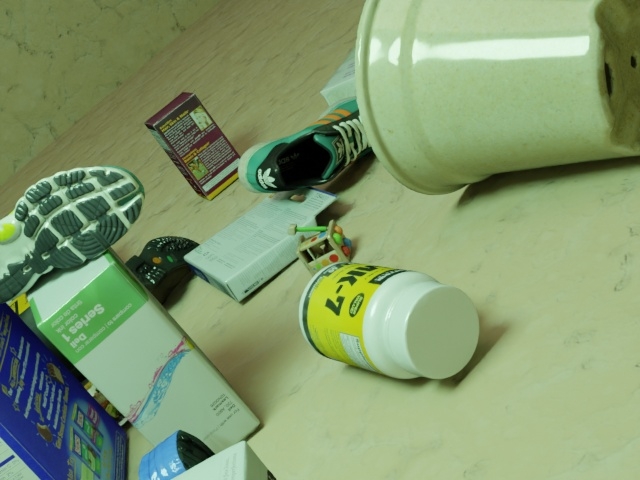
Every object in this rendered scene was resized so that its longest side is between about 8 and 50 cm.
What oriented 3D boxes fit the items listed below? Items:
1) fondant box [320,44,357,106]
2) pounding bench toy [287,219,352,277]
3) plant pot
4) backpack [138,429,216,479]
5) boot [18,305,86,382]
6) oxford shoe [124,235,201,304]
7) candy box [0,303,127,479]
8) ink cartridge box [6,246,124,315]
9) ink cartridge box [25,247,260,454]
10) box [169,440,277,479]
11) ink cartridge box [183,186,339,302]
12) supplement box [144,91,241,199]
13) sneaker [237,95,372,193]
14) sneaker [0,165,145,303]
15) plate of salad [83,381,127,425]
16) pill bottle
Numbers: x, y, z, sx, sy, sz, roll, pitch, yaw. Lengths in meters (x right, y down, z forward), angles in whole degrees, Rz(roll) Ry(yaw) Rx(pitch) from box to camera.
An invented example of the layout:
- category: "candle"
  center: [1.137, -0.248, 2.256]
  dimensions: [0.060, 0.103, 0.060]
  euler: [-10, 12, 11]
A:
- category: "fondant box"
  center: [0.173, -0.357, 2.060]
  dimensions: [0.238, 0.096, 0.330]
  euler: [-17, 29, 39]
- category: "pounding bench toy"
  center: [0.000, 0.000, 1.587]
  dimensions: [0.065, 0.083, 0.052]
  euler: [-28, 22, 20]
- category: "plant pot"
  center: [0.264, -0.217, 1.389]
  dimensions: [0.305, 0.334, 0.334]
  euler: [5, 44, 44]
- category: "backpack"
  center: [-0.144, 0.272, 1.184]
  dimensions: [0.101, 0.120, 0.098]
  euler: [-35, 22, 1]
- category: "boot"
  center: [-0.542, 0.220, 1.667]
  dimensions: [0.445, 0.146, 0.367]
  euler: [-28, -13, 13]
- category: "oxford shoe"
  center: [-0.270, 0.057, 1.868]
  dimensions: [0.227, 0.083, 0.096]
  euler: [-36, -30, -57]
- category: "candy box"
  center: [-0.376, 0.224, 1.358]
  dimensions: [0.122, 0.317, 0.268]
  euler: [-34, 21, 5]
- category: "ink cartridge box"
  center: [-0.478, 0.116, 1.990]
  dimensions: [0.272, 0.130, 0.309]
  euler: [-38, 22, -4]
- category: "ink cartridge box"
  center: [-0.222, 0.138, 1.368]
  dimensions: [0.117, 0.278, 0.201]
  euler: [-41, 22, -7]
- category: "box"
  center: [-0.115, 0.317, 1.051]
  dimensions: [0.182, 0.119, 0.181]
  euler: [-30, 22, 13]
- category: "ink cartridge box"
  center: [-0.089, -0.004, 1.777]
  dimensions: [0.224, 0.045, 0.223]
  euler: [-38, 22, -13]
- category: "supplement box"
  center: [-0.242, -0.184, 2.184]
  dimensions: [0.104, 0.188, 0.081]
  euler: [-40, 21, -12]
- category: "sneaker"
  center: [0.020, -0.150, 1.806]
  dimensions: [0.302, 0.108, 0.121]
  euler: [-29, 22, -23]
- category: "sneaker"
  center: [-0.314, -0.023, 1.326]
  dimensions: [0.275, 0.107, 0.110]
  euler: [-24, 16, 29]
- category: "plate of salad"
  center: [-0.315, 0.229, 1.625]
  dimensions: [0.200, 0.048, 0.200]
  euler: [-29, 22, 13]
- category: "pill bottle"
  center: [0.075, 0.089, 1.247]
  dimensions: [0.119, 0.119, 0.208]
  euler: [-44, 23, -21]
